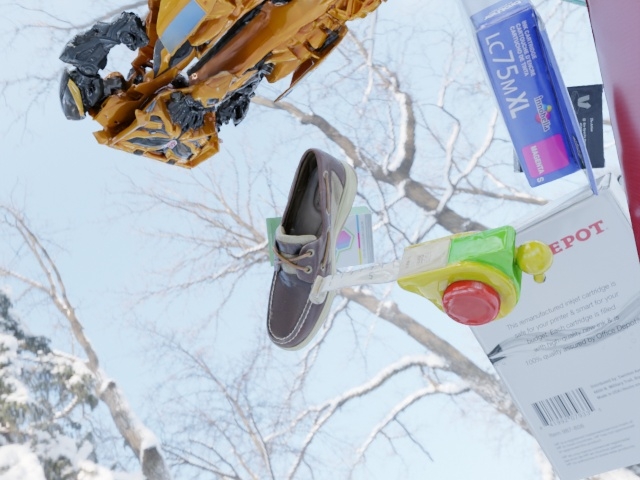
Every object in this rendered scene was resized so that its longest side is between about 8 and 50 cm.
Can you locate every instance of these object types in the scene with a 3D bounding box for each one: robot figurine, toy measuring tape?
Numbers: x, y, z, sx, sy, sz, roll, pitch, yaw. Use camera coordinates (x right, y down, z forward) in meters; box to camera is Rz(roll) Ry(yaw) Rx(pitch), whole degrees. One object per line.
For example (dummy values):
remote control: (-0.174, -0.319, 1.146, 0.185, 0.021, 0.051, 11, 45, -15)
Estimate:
robot figurine: (-0.093, -0.165, 0.573, 0.291, 0.085, 0.211, -38, -25, 25)
toy measuring tape: (0.143, 0.063, 0.838, 0.121, 0.330, 0.121, 26, -124, -47)

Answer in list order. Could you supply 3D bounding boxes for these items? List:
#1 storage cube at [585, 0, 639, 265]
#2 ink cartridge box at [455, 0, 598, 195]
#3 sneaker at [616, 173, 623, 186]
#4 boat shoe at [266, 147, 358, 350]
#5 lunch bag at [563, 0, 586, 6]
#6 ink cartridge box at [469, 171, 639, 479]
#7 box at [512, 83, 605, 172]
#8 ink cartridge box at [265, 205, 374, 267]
storage cube: (0.234, -0.080, 0.254, 0.184, 0.215, 0.193, -11, -91, 6)
ink cartridge box: (0.201, -0.188, 0.684, 0.065, 0.311, 0.185, -22, -57, 15)
sneaker: (0.753, -0.131, 1.512, 0.109, 0.044, 0.040, 20, -68, 13)
boat shoe: (-0.036, 0.011, 1.074, 0.123, 0.123, 0.341, 25, -99, -56)
lunch bag: (0.322, -0.445, 0.877, 0.279, 0.224, 0.107, 20, -119, 3)
ink cartridge box: (0.417, 0.134, 1.008, 0.285, 0.166, 0.394, -30, -90, 30)
box: (0.453, -0.210, 1.237, 0.158, 0.093, 0.155, -2, -86, 11)
ink cartridge box: (0.000, 0.000, 1.298, 0.209, 0.062, 0.108, -7, -71, -6)
